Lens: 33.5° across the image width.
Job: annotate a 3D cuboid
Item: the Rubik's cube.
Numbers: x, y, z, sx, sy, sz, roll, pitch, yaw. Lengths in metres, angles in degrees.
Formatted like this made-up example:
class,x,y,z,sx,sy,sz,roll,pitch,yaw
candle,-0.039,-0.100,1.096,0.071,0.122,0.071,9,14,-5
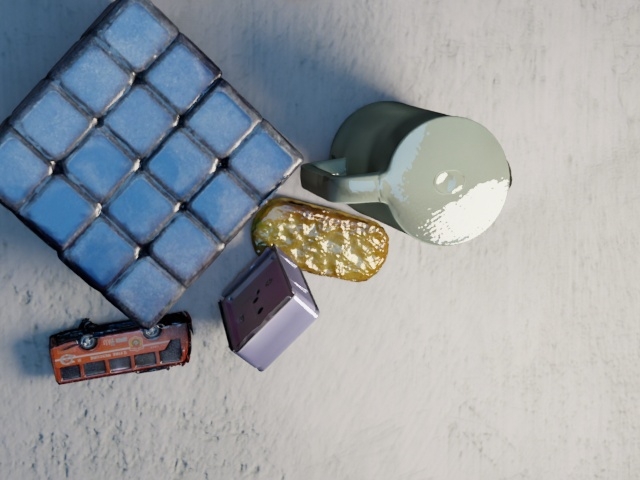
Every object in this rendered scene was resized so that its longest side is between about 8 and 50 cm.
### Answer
class,x,y,z,sx,sy,sz,roll,pitch,yaw
Rubik's cube,-0.276,-0.129,1.568,0.337,0.344,0.344,44,87,-17

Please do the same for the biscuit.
class,x,y,z,sx,sy,sz,roll,pitch,yaw
biscuit,0.000,0.000,1.823,0.247,0.029,0.119,15,104,-16

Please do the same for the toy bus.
class,x,y,z,sx,sy,sz,roll,pitch,yaw
toy bus,-0.327,0.174,1.755,0.234,0.073,0.096,-7,111,-12

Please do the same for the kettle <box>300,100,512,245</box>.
class,x,y,z,sx,sy,sz,roll,pitch,yaw
kettle,0.124,-0.121,1.682,0.265,0.318,0.205,25,95,-18

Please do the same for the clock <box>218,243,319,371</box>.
class,x,y,z,sx,sy,sz,roll,pitch,yaw
clock,-0.086,0.105,1.724,0.144,0.193,0.073,-44,114,9
